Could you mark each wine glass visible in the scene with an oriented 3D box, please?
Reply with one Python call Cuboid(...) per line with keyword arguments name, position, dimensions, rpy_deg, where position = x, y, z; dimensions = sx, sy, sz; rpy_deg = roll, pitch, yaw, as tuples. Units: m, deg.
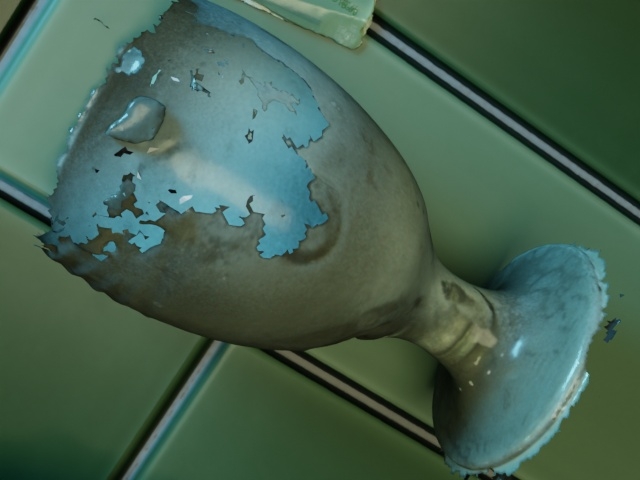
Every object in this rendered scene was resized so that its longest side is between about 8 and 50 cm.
Cuboid(name="wine glass", position=(0.000, 0.002, 0.774), dimensions=(0.357, 0.190, 0.190), rpy_deg=(32, 96, -23))

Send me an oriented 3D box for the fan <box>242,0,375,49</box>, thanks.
Cuboid(name="fan", position=(-0.045, -0.221, 0.796), dimensions=(0.240, 0.009, 0.131), rpy_deg=(41, 91, -18))
